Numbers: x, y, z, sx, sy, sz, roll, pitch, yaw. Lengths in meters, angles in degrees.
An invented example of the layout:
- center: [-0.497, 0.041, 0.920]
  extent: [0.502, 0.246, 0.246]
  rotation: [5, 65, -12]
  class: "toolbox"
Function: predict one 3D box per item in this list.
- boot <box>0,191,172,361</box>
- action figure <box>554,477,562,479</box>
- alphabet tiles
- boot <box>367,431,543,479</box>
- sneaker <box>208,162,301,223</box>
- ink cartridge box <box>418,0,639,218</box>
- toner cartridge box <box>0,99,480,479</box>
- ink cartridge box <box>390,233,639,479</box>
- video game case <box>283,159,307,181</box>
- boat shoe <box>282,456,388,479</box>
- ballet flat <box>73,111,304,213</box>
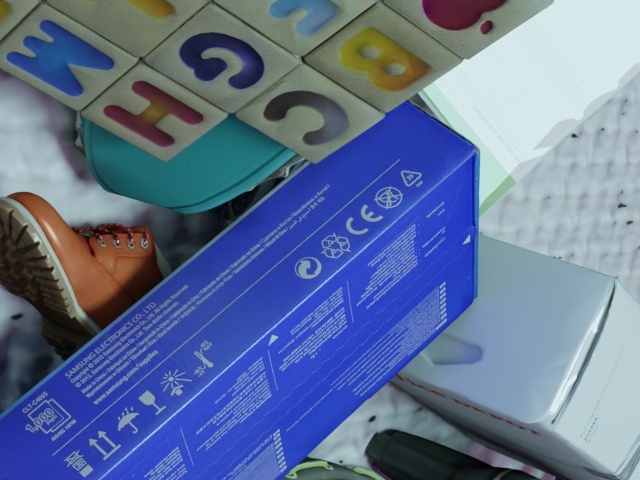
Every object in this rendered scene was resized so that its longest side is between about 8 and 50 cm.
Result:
- center: [-0.135, 0.010, 0.810]
  extent: [0.085, 0.059, 0.158]
  rotation: [-54, 147, -22]
  class: "boot"
- center: [0.205, 0.273, 1.281]
  extent: [0.185, 0.099, 0.285]
  rotation: [27, 89, -60]
  class: "action figure"
- center: [-0.075, -0.149, 0.614]
  extent: [0.342, 0.285, 0.011]
  rotation: [29, 47, -30]
  class: "alphabet tiles"
- center: [0.135, 0.206, 1.148]
  extent: [0.077, 0.137, 0.198]
  rotation: [-61, 144, -13]
  class: "boot"
- center: [-0.025, -0.068, 0.911]
  extent: [0.135, 0.052, 0.058]
  rotation: [-58, 150, -2]
  class: "sneaker"
- center: [0.126, -0.143, 0.990]
  extent: [0.235, 0.056, 0.171]
  rotation: [-42, 109, 1]
  class: "ink cartridge box"
- center: [-0.045, 0.077, 0.852]
  extent: [0.348, 0.075, 0.165]
  rotation: [-40, 151, -22]
  class: "toner cartridge box"
- center: [0.169, 0.102, 1.074]
  extent: [0.283, 0.207, 0.117]
  rotation: [38, 76, -50]
  class: "ink cartridge box"
- center: [0.000, 0.000, 0.949]
  extent: [0.143, 0.019, 0.157]
  rotation: [-55, 153, -11]
  class: "video game case"
- center: [0.010, 0.216, 1.034]
  extent: [0.305, 0.091, 0.109]
  rotation: [34, 80, -50]
  class: "boat shoe"
- center: [-0.004, -0.164, 0.710]
  extent: [0.147, 0.147, 0.409]
  rotation: [-26, 165, -40]
  class: "ballet flat"
